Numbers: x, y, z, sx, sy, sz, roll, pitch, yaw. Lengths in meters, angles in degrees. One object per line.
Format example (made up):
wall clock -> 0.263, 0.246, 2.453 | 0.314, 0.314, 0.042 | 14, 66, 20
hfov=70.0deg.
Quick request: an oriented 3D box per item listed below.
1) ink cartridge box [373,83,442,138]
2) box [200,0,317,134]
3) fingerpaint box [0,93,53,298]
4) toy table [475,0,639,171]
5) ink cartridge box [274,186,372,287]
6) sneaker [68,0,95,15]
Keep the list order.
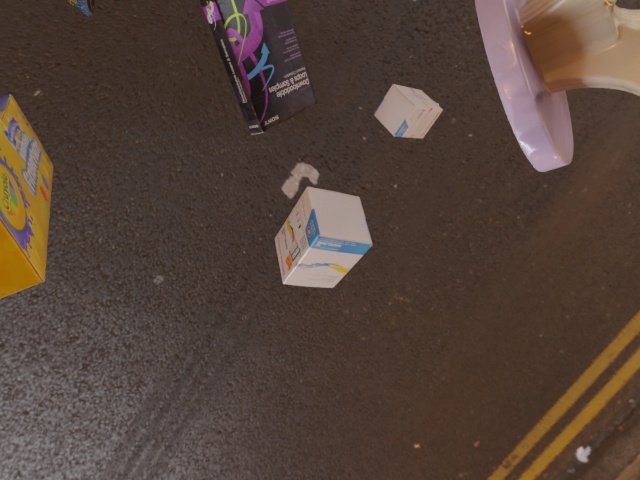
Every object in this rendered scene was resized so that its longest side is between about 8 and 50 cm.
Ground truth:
ink cartridge box -> 0.225, -0.320, 1.146 | 0.143, 0.090, 0.092 | -9, 144, -45
box -> -0.069, -0.230, 0.573 | 0.116, 0.029, 0.162 | -41, 124, -38
fingerpaint box -> -0.614, -0.035, 0.658 | 0.371, 0.445, 0.163 | -24, 127, -16
toy table -> 0.263, -0.220, 0.444 | 0.252, 0.161, 0.274 | -7, 83, -49
ink cartridge box -> 0.000, 0.000, 1.265 | 0.168, 0.171, 0.232 | 8, 140, -27
sneaker -> -0.339, -0.377, 0.651 | 0.067, 0.188, 0.078 | 41, 85, -27
